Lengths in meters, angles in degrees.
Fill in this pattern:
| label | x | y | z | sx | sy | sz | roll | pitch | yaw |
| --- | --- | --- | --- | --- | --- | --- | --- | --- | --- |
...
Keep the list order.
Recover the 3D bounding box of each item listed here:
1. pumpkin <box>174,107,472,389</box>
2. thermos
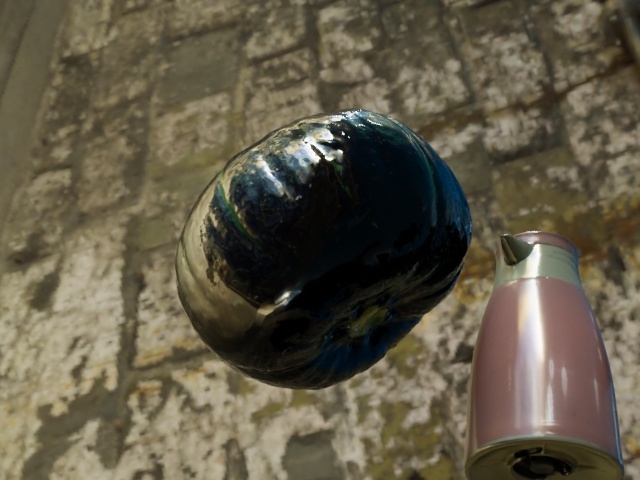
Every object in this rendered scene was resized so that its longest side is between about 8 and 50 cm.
| label | x | y | z | sx | sy | sz | roll | pitch | yaw |
| --- | --- | --- | --- | --- | --- | --- | --- | --- | --- |
| pumpkin | 0.000 | 0.000 | 1.005 | 0.238 | 0.315 | 0.315 | 55 | -1 | 36 |
| thermos | 0.229 | 0.123 | 0.979 | 0.176 | 0.146 | 0.265 | 44 | 40 | -36 |
